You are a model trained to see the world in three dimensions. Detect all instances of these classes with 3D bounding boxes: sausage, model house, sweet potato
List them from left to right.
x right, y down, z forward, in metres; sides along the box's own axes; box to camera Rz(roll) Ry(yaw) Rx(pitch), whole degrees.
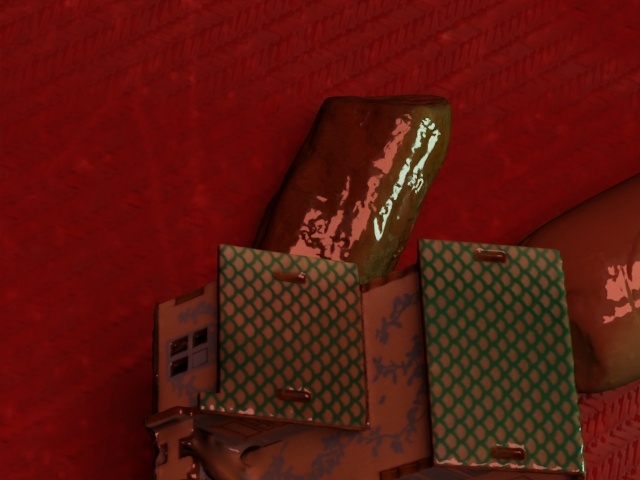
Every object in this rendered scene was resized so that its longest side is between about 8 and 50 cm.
[{"bbox_3d":[0.000,0.000,1.138,0.097,0.097,0.251,32,77,-7],"label":"sweet potato"},{"bbox_3d":[0.057,0.104,1.001,0.271,0.206,0.178,32,45,-43],"label":"model house"},{"bbox_3d":[0.260,-0.002,1.203,0.304,0.121,0.121,-26,85,-20],"label":"sausage"}]
